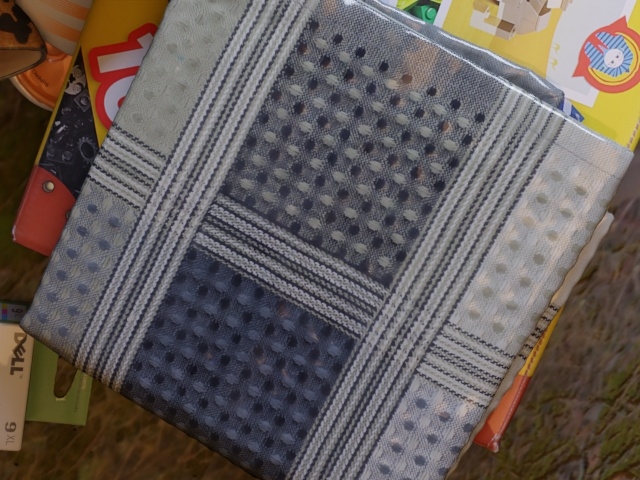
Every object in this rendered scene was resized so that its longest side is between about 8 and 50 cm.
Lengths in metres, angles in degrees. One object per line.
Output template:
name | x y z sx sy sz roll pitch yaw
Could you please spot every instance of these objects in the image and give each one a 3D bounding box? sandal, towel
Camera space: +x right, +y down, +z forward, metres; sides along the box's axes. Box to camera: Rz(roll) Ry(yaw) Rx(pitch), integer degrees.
sandal | -0.175 -0.218 1.139 0.102 0.076 0.265 12 106 -15
towel | 0.000 0.000 1.001 0.312 0.056 0.324 30 106 6

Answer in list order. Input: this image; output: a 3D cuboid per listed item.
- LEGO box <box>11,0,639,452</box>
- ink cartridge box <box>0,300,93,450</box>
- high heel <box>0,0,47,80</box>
LEGO box | 0.057 -0.167 1.081 0.372 0.193 0.500 23 102 4
ink cartridge box | -0.283 0.105 1.232 0.209 0.062 0.109 6 106 -14
high heel | -0.314 -0.087 1.070 0.186 0.093 0.261 19 64 3
